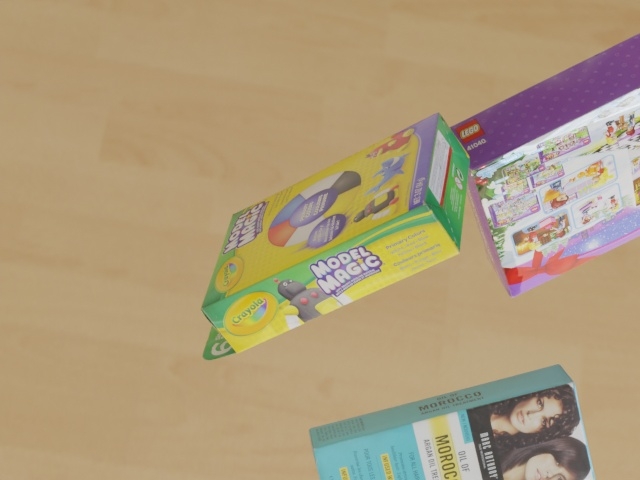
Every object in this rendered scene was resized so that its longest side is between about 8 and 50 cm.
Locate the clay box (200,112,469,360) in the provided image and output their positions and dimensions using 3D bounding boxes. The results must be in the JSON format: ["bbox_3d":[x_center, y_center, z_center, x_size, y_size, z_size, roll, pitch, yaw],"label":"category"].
[{"bbox_3d":[0.000,0.000,1.103,0.222,0.053,0.127,-25,27,24],"label":"clay box"}]

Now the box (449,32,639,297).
[{"bbox_3d":[0.266,-0.083,1.293,0.293,0.201,0.057,-26,52,-1],"label":"box"}]

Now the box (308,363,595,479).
[{"bbox_3d":[0.119,0.196,1.376,0.244,0.060,0.100,-15,102,-1],"label":"box"}]
